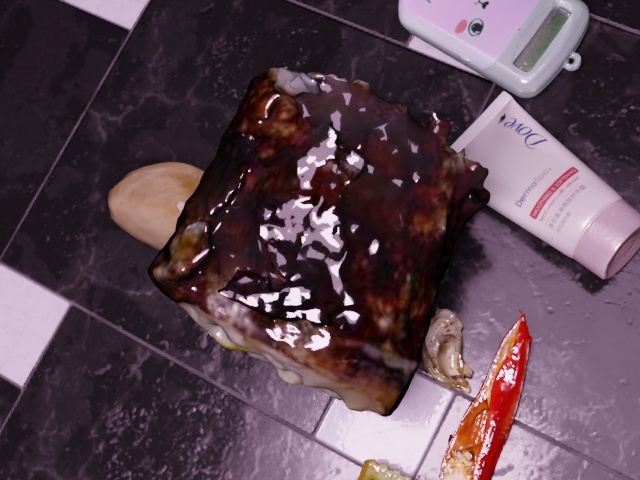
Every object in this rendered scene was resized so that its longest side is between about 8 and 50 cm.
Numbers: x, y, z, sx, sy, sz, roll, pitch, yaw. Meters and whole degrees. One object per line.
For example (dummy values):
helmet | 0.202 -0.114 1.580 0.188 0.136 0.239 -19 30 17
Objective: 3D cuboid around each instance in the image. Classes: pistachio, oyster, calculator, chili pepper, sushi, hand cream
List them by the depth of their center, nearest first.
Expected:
sushi | 0.001 -0.002 0.923 0.299 0.281 0.294 26 84 -11
chili pepper | 0.182 0.206 0.961 0.059 0.050 0.268 11 76 57
oyster | 0.147 0.128 1.003 0.080 0.038 0.083 31 58 7
hand cream | 0.257 -0.064 1.003 0.133 0.083 0.248 -47 62 -4
pistachio | -0.178 -0.038 1.072 0.185 0.108 0.126 16 121 21
calculator | 0.213 -0.275 1.076 0.246 0.045 0.141 36 86 17

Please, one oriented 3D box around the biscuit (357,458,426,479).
biscuit | 0.131 0.335 0.933 0.231 0.016 0.139 23 103 16
